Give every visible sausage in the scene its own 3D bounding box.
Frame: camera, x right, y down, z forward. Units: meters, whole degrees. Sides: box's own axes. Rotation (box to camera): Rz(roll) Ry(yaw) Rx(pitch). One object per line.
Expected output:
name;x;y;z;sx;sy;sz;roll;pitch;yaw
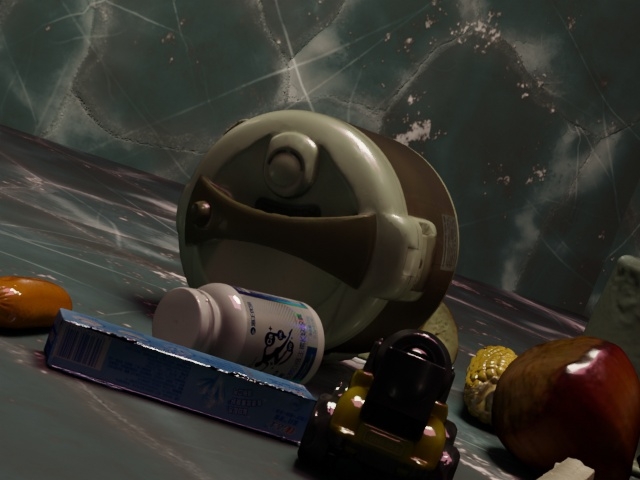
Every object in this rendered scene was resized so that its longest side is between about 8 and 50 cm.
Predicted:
sausage;-0.303;0.064;1.435;0.062;0.054;0.183;52;11;14

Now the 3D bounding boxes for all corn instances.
corn;0.258;0.204;1.985;0.106;0.106;0.293;22;6;6

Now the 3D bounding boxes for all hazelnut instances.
hazelnut;0.317;0.225;1.714;0.208;0.208;0.208;21;6;-2

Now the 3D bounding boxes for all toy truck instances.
toy truck;0.079;0.161;1.377;0.147;0.165;0.224;22;5;5

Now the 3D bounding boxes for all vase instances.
vase;0.482;0.186;2.049;0.245;0.291;0.245;23;6;-3

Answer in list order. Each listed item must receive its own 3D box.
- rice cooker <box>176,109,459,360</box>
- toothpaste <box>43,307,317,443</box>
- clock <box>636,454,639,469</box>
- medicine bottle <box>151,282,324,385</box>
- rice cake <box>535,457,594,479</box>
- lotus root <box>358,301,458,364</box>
rice cooker;0.000;0.000;1.812;0.335;0.335;0.325;24;6;24
toothpaste;-0.139;0.137;1.380;0.272;0.053;0.066;19;2;-17
clock;0.556;0.275;1.697;0.325;0.067;0.325;-4;-24;-2
medicine bottle;-0.092;0.106;1.545;0.191;0.107;0.107;16;8;-47
rice cake;0.257;0.279;1.501;0.052;0.057;0.256;5;0;20
lotus root;0.103;0.123;2.099;0.235;0.138;0.119;14;-2;-19
